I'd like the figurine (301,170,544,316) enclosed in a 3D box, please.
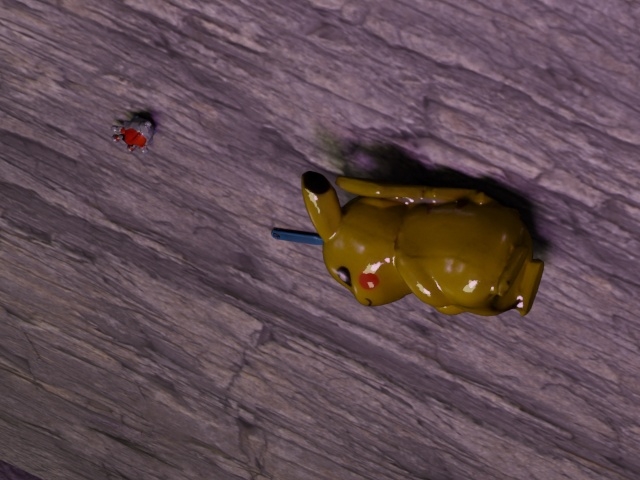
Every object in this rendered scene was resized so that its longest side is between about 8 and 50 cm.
[{"bbox_3d":[0.120,0.004,1.918,0.327,0.169,0.218,4,164,21],"label":"figurine"}]

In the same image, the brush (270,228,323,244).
[{"bbox_3d":[0.000,0.000,2.138,0.164,0.014,0.051,9,141,27],"label":"brush"}]

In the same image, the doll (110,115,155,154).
[{"bbox_3d":[-0.257,-0.152,2.086,0.057,0.039,0.114,61,150,-2],"label":"doll"}]
